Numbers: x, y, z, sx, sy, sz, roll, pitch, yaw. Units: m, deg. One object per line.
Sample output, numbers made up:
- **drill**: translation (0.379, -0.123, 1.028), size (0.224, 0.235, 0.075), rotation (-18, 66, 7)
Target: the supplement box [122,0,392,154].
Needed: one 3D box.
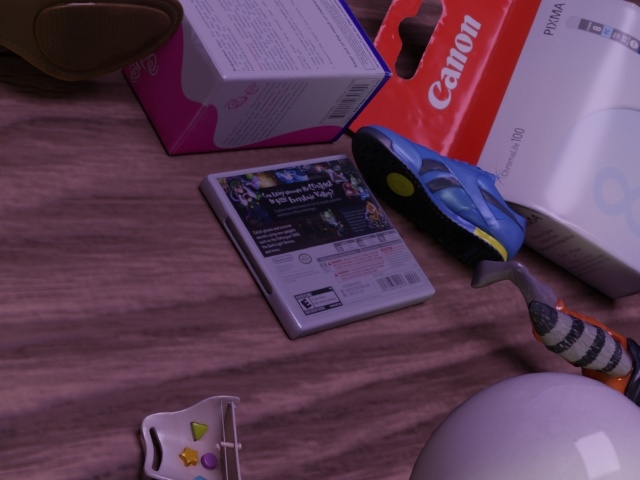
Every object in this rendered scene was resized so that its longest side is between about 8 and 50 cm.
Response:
- **supplement box**: translation (-0.059, -0.162, 1.270), size (0.220, 0.111, 0.114), rotation (-10, 61, -45)

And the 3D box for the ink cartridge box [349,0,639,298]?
- **ink cartridge box**: translation (0.246, -0.160, 1.456), size (0.385, 0.091, 0.308), rotation (32, 63, -16)

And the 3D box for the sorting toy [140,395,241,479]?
- **sorting toy**: translation (-0.098, 0.159, 0.997), size (0.075, 0.045, 0.083), rotation (11, 48, -23)

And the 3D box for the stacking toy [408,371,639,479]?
- **stacking toy**: translation (0.074, 0.262, 0.639), size (0.351, 0.479, 0.350), rotation (8, 36, -6)

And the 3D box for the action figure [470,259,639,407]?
- **action figure**: translation (0.298, 0.179, 1.213), size (0.330, 0.178, 0.341), rotation (17, 43, -15)

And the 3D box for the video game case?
- **video game case**: translation (0.000, 0.000, 1.242), size (0.190, 0.022, 0.173), rotation (-12, 63, -45)

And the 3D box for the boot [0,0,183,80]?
- **boot**: translation (-0.279, -0.243, 1.151), size (0.284, 0.109, 0.220), rotation (-11, 54, -21)

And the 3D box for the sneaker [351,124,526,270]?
- **sneaker**: translation (0.123, -0.056, 1.343), size (0.209, 0.069, 0.082), rotation (39, 60, -11)
